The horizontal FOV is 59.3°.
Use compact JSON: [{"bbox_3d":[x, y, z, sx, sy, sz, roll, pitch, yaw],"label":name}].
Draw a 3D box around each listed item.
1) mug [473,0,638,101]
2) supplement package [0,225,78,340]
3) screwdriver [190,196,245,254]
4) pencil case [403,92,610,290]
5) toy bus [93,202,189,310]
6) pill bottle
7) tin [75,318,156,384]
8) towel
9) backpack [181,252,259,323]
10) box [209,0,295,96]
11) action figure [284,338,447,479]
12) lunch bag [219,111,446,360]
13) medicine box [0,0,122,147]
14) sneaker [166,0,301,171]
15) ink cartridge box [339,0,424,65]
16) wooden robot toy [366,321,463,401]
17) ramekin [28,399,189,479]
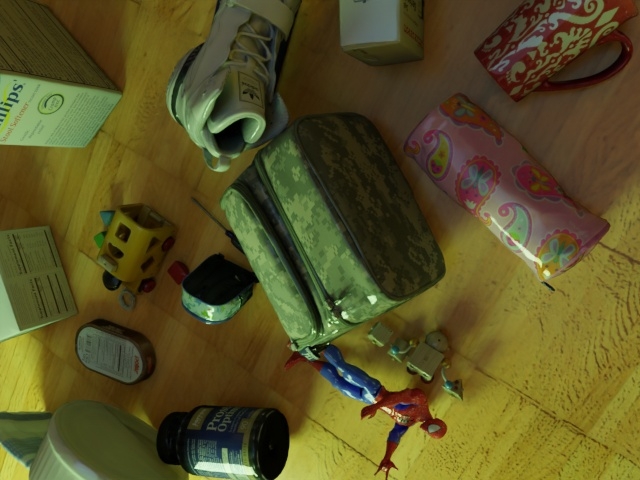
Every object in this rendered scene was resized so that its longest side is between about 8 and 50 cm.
[{"bbox_3d":[0.303,-0.255,0.719,0.169,0.113,0.150,-40,79,26],"label":"mug"},{"bbox_3d":[-0.679,0.109,1.174,0.262,0.145,0.204,-19,89,25],"label":"supplement package"},{"bbox_3d":[-0.178,-0.024,1.010,0.170,0.024,0.025,38,139,21],"label":"screwdriver"},{"bbox_3d":[0.246,-0.071,0.765,0.284,0.124,0.124,46,112,11],"label":"pencil case"},{"bbox_3d":[-0.360,0.031,1.046,0.191,0.104,0.202,-14,91,25],"label":"toy bus"},{"bbox_3d":[-0.176,0.358,1.001,0.219,0.123,0.122,-5,95,23],"label":"pill bottle"},{"bbox_3d":[-0.418,0.226,1.137,0.190,0.040,0.106,14,107,21],"label":"tin"},{"bbox_3d":[-0.523,0.430,1.127,0.285,0.209,0.034,30,81,17],"label":"towel"},{"bbox_3d":[-0.181,0.093,0.972,0.105,0.114,0.084,27,127,16],"label":"backpack"},{"bbox_3d":[-0.131,-0.294,0.942,0.136,0.036,0.225,22,106,19],"label":"box"},{"bbox_3d":[0.055,0.257,0.879,0.280,0.139,0.091,22,130,17],"label":"action figure"},{"bbox_3d":[0.000,0.000,0.840,0.256,0.212,0.305,-33,83,40],"label":"lunch bag"},{"bbox_3d":[-0.555,-0.308,0.983,0.263,0.289,0.149,49,112,11],"label":"medicine box"},{"bbox_3d":[-0.091,-0.272,0.790,0.366,0.137,0.210,-54,41,24],"label":"sneaker"},{"bbox_3d":[0.088,-0.359,0.773,0.087,0.153,0.208,3,99,22],"label":"ink cartridge box"},{"bbox_3d":[0.163,0.170,0.873,0.173,0.076,0.079,32,73,17],"label":"wooden robot toy"},{"bbox_3d":[-0.382,0.416,1.005,0.273,0.273,0.127,33,88,16],"label":"ramekin"}]
